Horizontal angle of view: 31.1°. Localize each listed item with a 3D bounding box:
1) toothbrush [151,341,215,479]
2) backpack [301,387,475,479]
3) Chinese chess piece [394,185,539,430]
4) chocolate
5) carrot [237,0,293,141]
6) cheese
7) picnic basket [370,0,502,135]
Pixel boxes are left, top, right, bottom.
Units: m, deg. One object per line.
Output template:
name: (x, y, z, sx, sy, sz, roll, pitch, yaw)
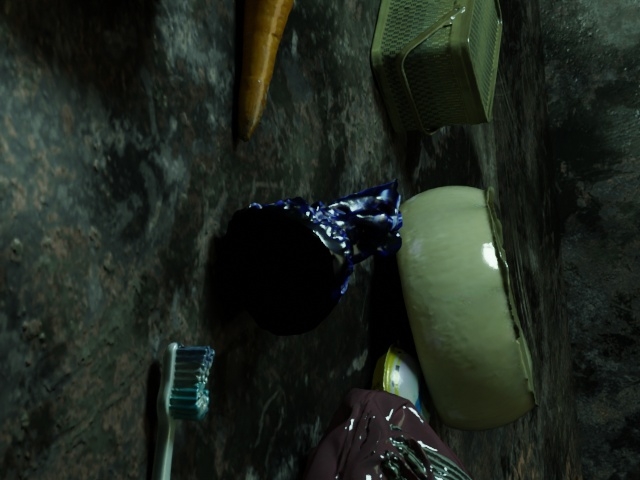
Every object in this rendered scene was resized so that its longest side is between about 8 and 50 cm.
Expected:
toothbrush: (-0.123, 0.286, 0.885, 0.042, 0.040, 0.418, 34, 59, -67)
backpack: (0.085, 0.308, 1.210, 0.283, 0.197, 0.317, -65, 145, -50)
Chinese chess piece: (0.202, 0.091, 1.576, 0.338, 0.140, 0.338, -12, 90, -79)
chocolate: (0.004, 0.001, 1.183, 0.148, 0.126, 0.343, -58, 171, 17)
carrot: (-0.052, -0.218, 1.137, 0.061, 0.061, 0.257, 33, 58, -66)
cheese: (0.097, 0.233, 1.453, 0.250, 0.064, 0.156, -76, 152, -46)
picnic basket: (0.170, -0.290, 1.646, 0.165, 0.139, 0.267, 66, 29, -45)
